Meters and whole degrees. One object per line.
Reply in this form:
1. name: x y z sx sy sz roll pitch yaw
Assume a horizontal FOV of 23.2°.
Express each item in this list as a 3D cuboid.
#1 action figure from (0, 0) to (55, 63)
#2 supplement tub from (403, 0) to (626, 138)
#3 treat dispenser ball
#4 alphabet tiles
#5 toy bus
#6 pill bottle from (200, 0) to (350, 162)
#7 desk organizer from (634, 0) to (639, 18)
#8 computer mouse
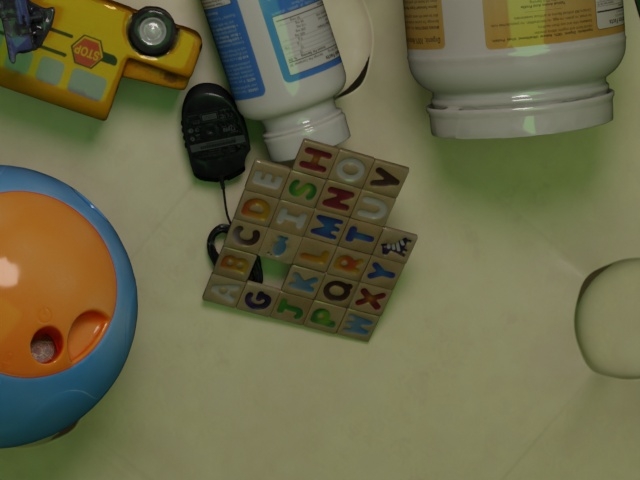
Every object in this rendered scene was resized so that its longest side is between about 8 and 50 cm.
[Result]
1. action figure: -0.284 -0.355 1.527 0.330 0.178 0.341 -7 107 -24
2. supplement tub: 0.196 -0.273 1.613 0.228 0.228 0.316 -6 100 -5
3. treat dispenser ball: -0.330 0.067 1.581 0.288 0.288 0.288 -1 99 -6
4. alphabet tiles: 0.000 0.000 1.688 0.198 0.009 0.237 15 125 -12
5. toy bus: -0.296 -0.219 1.626 0.333 0.108 0.130 19 97 -9
6. pill bottle: -0.045 -0.201 1.651 0.124 0.124 0.221 -18 102 -3
7. desk organizer: 0.378 -0.271 1.727 0.050 0.047 0.130 -19 101 -1
8. computer mouse: -0.104 -0.058 1.717 0.071 0.041 0.242 -9 107 2
